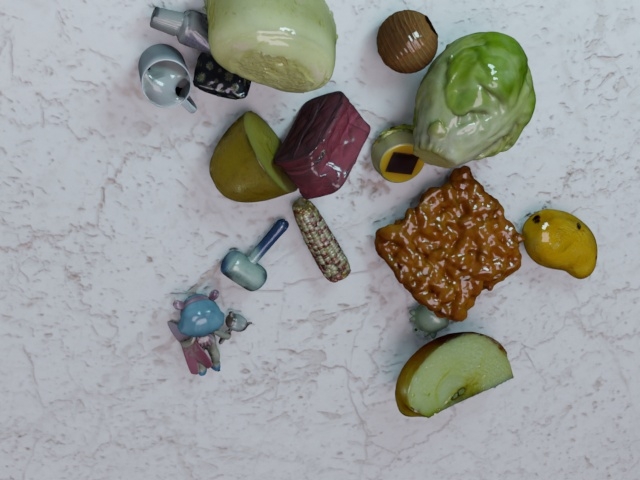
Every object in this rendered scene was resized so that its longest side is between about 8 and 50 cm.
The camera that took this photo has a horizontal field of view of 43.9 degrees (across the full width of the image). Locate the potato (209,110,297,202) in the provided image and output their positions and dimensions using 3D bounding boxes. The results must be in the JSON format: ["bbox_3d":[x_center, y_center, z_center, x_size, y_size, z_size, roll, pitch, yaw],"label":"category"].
[{"bbox_3d":[-0.165,-0.161,1.730,0.158,0.178,0.203,-24,144,17],"label":"potato"}]

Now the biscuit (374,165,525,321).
[{"bbox_3d":[0.326,0.018,1.949,0.312,0.110,0.318,-40,99,5],"label":"biscuit"}]

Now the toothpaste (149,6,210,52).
[{"bbox_3d":[-0.204,-0.411,1.607,0.282,0.068,0.099,12,81,-19],"label":"toothpaste"}]

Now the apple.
[{"bbox_3d":[0.348,0.350,2.122,0.346,0.179,0.254,-17,161,-22],"label":"apple"}]

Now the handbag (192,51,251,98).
[{"bbox_3d":[-0.205,-0.322,1.640,0.115,0.139,0.072,12,82,-9],"label":"handbag"}]

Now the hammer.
[{"bbox_3d":[-0.142,0.026,1.885,0.116,0.069,0.194,37,98,-28],"label":"hammer"}]

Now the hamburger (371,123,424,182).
[{"bbox_3d":[0.181,-0.205,1.843,0.127,0.081,0.141,-8,131,-9],"label":"hamburger"}]

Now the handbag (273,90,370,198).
[{"bbox_3d":[0.004,-0.209,1.713,0.135,0.146,0.225,47,56,-30],"label":"handbag"}]

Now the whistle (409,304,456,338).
[{"bbox_3d":[0.333,0.162,2.075,0.244,0.092,0.110,-43,89,13],"label":"whistle"}]

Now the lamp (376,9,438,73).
[{"bbox_3d":[0.184,-0.423,1.693,0.136,0.136,0.136,-7,119,-13],"label":"lamp"}]

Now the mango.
[{"bbox_3d":[0.626,0.008,2.074,0.262,0.109,0.157,33,95,-33],"label":"mango"}]

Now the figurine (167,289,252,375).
[{"bbox_3d":[-0.264,0.233,1.937,0.205,0.103,0.260,-9,129,-9],"label":"figurine"}]

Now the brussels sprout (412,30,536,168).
[{"bbox_3d":[0.333,-0.297,1.724,0.243,0.274,0.316,32,108,15],"label":"brussels sprout"}]

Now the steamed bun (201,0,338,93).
[{"bbox_3d":[-0.088,-0.427,1.545,0.273,0.232,0.166,16,153,-25],"label":"steamed bun"}]

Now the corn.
[{"bbox_3d":[0.000,0.000,1.902,0.079,0.079,0.237,-29,121,0],"label":"corn"}]

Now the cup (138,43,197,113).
[{"bbox_3d":[-0.312,-0.317,1.607,0.099,0.133,0.136,-14,121,-10],"label":"cup"}]
